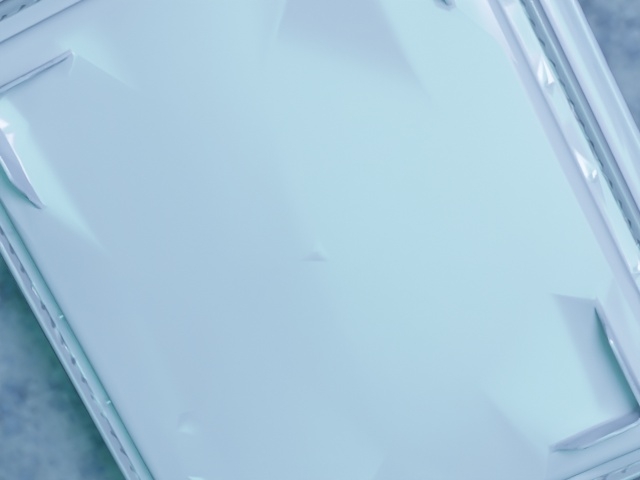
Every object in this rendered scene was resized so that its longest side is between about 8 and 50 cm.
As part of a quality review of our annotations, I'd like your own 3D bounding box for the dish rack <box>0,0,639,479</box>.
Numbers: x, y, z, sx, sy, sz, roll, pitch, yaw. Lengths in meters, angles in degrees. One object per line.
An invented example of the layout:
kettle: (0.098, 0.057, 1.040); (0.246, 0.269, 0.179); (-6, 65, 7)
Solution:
dish rack: (0.000, 0.000, 0.733); (0.286, 0.072, 0.332); (-25, 101, 11)
